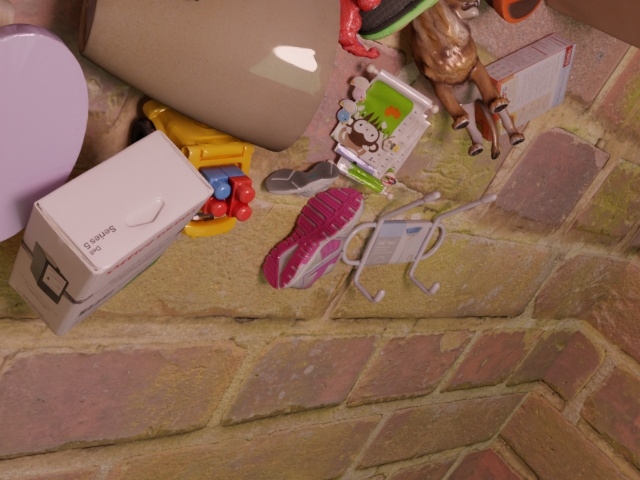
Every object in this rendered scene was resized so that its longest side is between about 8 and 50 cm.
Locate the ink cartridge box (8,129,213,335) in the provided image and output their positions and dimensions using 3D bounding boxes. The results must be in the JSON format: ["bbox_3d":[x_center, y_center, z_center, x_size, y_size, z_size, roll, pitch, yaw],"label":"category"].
[{"bbox_3d":[-0.290,-0.004,0.926,0.198,0.115,0.273,-43,-178,-37],"label":"ink cartridge box"}]

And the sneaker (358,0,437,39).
[{"bbox_3d":[0.135,-0.527,0.969,0.202,0.185,0.483,11,117,-24],"label":"sneaker"}]

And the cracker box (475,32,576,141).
[{"bbox_3d":[0.439,-0.334,1.488,0.232,0.067,0.156,-28,140,-20],"label":"cracker box"}]

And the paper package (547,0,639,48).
[{"bbox_3d":[0.526,-0.516,1.198,0.168,0.309,0.325,-48,144,5],"label":"paper package"}]

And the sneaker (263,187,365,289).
[{"bbox_3d":[0.000,0.000,1.372,0.252,0.103,0.111,-46,148,12],"label":"sneaker"}]

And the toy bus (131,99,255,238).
[{"bbox_3d":[-0.179,-0.078,1.029,0.149,0.211,0.220,-12,134,-38],"label":"toy bus"}]

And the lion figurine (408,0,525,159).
[{"bbox_3d":[0.267,-0.303,1.286,0.142,0.240,0.392,-26,161,10],"label":"lion figurine"}]

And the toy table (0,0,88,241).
[{"bbox_3d":[-0.393,-0.145,0.803,0.274,0.161,0.252,-52,143,10],"label":"toy table"}]

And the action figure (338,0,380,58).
[{"bbox_3d":[0.029,-0.292,0.982,0.139,0.280,0.092,-13,88,-28],"label":"action figure"}]

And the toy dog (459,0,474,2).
[{"bbox_3d":[0.105,-0.404,0.833,0.220,0.334,0.161,-38,162,6],"label":"toy dog"}]

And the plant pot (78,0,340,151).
[{"bbox_3d":[-0.156,-0.264,0.875,0.273,0.256,0.257,7,120,-29],"label":"plant pot"}]

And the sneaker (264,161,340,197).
[{"bbox_3d":[-0.035,-0.102,1.272,0.152,0.054,0.061,-12,150,-29],"label":"sneaker"}]

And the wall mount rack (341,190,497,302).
[{"bbox_3d":[0.224,-0.007,1.540,0.349,0.130,0.304,-3,126,-43],"label":"wall mount rack"}]

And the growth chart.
[{"bbox_3d":[0.104,-0.196,1.255,0.171,0.021,0.237,23,128,-6],"label":"growth chart"}]

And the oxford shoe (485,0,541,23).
[{"bbox_3d":[0.298,-0.536,1.109,0.129,0.133,0.364,-27,143,-14],"label":"oxford shoe"}]
